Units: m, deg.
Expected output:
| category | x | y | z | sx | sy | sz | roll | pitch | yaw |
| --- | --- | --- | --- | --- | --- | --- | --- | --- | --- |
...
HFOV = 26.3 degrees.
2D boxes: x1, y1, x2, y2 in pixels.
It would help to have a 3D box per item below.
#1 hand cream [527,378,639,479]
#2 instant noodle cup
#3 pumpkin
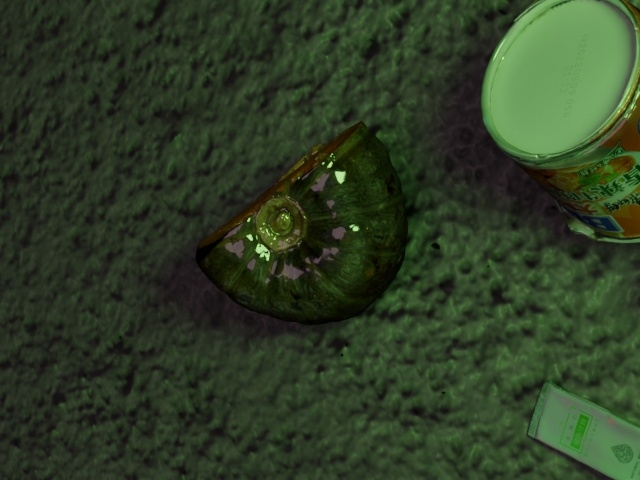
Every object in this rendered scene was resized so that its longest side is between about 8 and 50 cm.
| category | x | y | z | sx | sy | sz | roll | pitch | yaw |
| --- | --- | --- | --- | --- | --- | --- | --- | --- | --- |
| hand cream | 0.394 | 0.272 | 1.803 | 0.275 | 0.050 | 0.079 | 25 | 77 | 39 |
| instant noodle cup | 0.348 | -0.167 | 1.681 | 0.296 | 0.214 | 0.296 | -19 | 59 | 35 |
| pumpkin | 0.000 | 0.000 | 1.987 | 0.325 | 0.242 | 0.232 | -33 | 102 | 24 |
